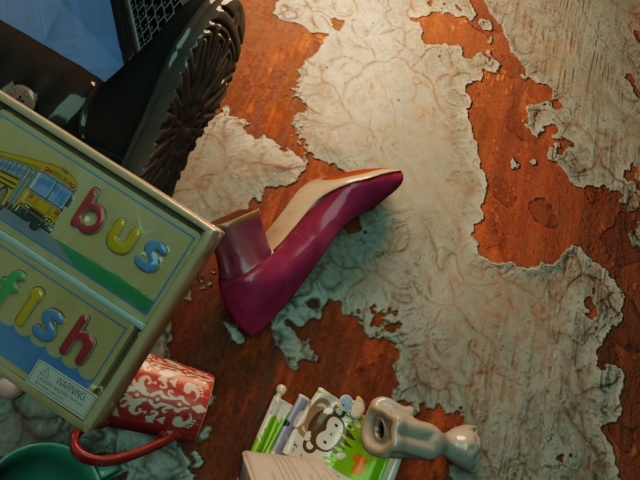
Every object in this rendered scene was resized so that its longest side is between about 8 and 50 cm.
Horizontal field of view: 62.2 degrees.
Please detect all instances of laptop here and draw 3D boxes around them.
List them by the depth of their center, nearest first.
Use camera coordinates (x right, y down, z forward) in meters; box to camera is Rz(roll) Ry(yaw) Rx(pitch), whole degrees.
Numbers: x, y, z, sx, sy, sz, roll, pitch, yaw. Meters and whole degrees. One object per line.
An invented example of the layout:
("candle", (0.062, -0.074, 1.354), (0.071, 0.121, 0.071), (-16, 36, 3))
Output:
("laptop", (-0.380, -0.460, 0.846), (0.236, 0.407, 0.383), (2, 66, -51))

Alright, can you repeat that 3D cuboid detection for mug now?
("mug", (-0.330, 0.324, 0.633), (0.157, 0.097, 0.130), (20, 37, -31))
("mug", (-0.241, 0.219, 0.702), (0.169, 0.113, 0.151), (19, 72, -13))

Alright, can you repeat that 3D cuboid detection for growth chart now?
("growth chart", (0.014, 0.307, 0.782), (0.237, 0.021, 0.172), (22, 67, -9))

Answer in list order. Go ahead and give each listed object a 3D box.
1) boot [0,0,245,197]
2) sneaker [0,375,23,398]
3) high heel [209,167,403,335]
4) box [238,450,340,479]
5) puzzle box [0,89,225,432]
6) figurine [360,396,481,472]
("boot", (-0.375, -0.253, 0.737), (0.444, 0.146, 0.367), (26, 86, 7))
("sneaker", (-0.433, 0.144, 0.693), (0.050, 0.070, 0.134), (-25, 80, -24))
("high heel", (0.000, 0.000, 0.869), (0.376, 0.127, 0.182), (-22, 106, -25))
("box", (-0.045, 0.372, 0.639), (0.118, 0.182, 0.181), (10, 80, -12))
("puzzle box", (-0.353, -0.005, 0.625), (0.408, 0.052, 0.272), (31, 87, 4))
("figurine", (0.154, 0.353, 0.764), (0.209, 0.092, 0.215), (22, 67, -25))
